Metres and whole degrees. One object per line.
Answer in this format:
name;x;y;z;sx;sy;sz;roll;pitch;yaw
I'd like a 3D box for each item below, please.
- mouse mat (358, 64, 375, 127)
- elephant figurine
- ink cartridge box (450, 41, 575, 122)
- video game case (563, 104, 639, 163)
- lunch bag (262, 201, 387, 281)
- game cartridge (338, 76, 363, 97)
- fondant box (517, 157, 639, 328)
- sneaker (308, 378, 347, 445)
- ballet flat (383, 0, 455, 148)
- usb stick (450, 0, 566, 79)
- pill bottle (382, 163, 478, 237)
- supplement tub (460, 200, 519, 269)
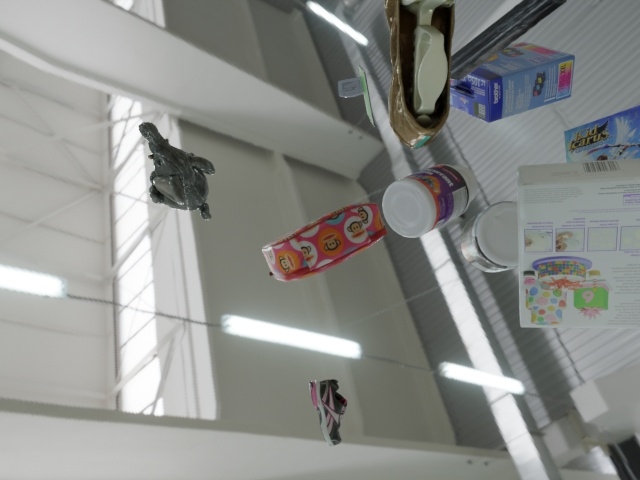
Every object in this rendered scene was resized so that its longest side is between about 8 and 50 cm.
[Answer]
mouse mat;0.129;-0.405;1.767;0.190;0.007;0.153;-92;-10;-68
elephant figurine;-0.346;-0.163;1.534;0.186;0.239;0.169;4;-103;-13
ink cartridge box;0.580;-0.516;2.071;0.395;0.151;0.270;-20;-148;-16
video game case;0.837;-0.239;1.801;0.061;0.269;0.244;23;-118;-39
lunch bag;0.000;0.000;1.596;0.293;0.258;0.120;-24;-85;-15
game cartridge;0.096;-0.468;1.941;0.017;0.083;0.056;19;-112;-69
fondant box;0.509;0.014;1.234;0.096;0.238;0.330;-63;-32;-58
sneaker;0.031;0.408;1.506;0.072;0.077;0.178;-104;-2;-67
ballet flat;0.154;-0.311;0.946;0.116;0.342;0.124;1;-173;-9
usb stick;0.361;-0.411;1.265;0.077;0.278;0.045;-10;-107;-45
pill bottle;0.211;-0.081;1.174;0.193;0.108;0.108;-24;-108;-45
supplement tub;0.567;-0.004;2.035;0.207;0.207;0.338;49;180;6
